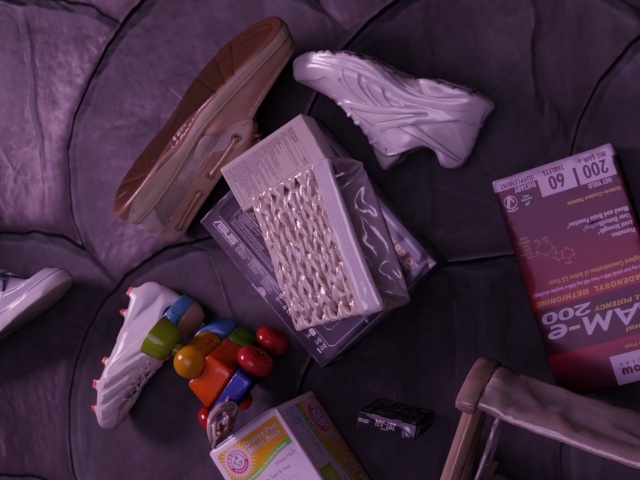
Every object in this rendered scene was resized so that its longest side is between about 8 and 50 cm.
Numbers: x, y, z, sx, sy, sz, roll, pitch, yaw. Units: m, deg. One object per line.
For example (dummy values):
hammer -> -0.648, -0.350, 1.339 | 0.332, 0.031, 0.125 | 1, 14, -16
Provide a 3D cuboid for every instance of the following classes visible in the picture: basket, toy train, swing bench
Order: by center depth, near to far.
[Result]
swing bench -> 0.248, 0.253, 0.982 | 0.253, 0.165, 0.254 | 20, 117, 17
basket -> 0.010, 0.007, 1.057 | 0.103, 0.113, 0.167 | -22, 84, 20
toy train -> -0.135, 0.137, 1.092 | 0.143, 0.248, 0.105 | 34, 103, 3

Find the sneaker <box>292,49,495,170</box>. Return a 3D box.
sneaker -> 0.066, -0.140, 1.105 | 0.232, 0.090, 0.115 | 21, 103, 18

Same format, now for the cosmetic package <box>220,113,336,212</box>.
cosmetic package -> -0.046, -0.084, 1.111 | 0.115, 0.041, 0.060 | -31, 81, 18

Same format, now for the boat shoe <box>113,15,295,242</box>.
boat shoe -> -0.119, -0.125, 1.172 | 0.098, 0.109, 0.302 | 33, 106, -26

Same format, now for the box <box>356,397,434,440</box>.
box -> 0.084, 0.198, 1.115 | 0.067, 0.083, 0.018 | 11, 95, 18

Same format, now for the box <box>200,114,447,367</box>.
box -> 0.000, 0.000, 1.150 | 0.183, 0.056, 0.231 | -45, 78, 15

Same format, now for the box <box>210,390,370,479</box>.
box -> -0.014, 0.287, 1.137 | 0.103, 0.114, 0.203 | -37, 80, 19

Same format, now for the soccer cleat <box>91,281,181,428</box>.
soccer cleat -> -0.223, 0.147, 1.232 | 0.076, 0.068, 0.196 | 20, 96, 14

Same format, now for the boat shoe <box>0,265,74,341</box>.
boat shoe -> -0.418, 0.082, 1.289 | 0.228, 0.079, 0.081 | -33, 86, 21

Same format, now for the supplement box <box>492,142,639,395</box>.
supplement box -> 0.279, 0.032, 1.044 | 0.130, 0.073, 0.239 | -19, 88, 19
